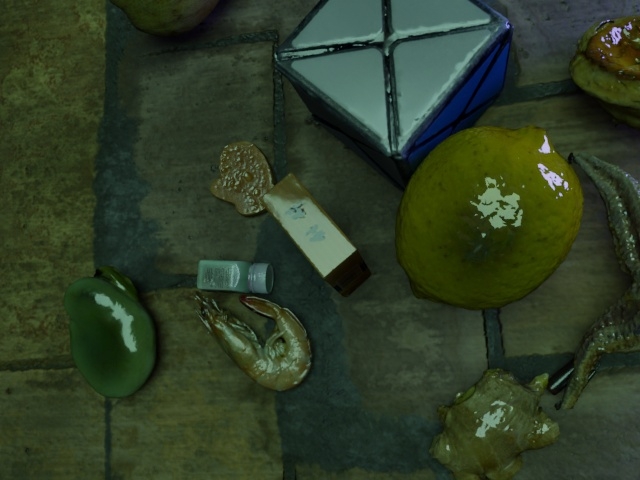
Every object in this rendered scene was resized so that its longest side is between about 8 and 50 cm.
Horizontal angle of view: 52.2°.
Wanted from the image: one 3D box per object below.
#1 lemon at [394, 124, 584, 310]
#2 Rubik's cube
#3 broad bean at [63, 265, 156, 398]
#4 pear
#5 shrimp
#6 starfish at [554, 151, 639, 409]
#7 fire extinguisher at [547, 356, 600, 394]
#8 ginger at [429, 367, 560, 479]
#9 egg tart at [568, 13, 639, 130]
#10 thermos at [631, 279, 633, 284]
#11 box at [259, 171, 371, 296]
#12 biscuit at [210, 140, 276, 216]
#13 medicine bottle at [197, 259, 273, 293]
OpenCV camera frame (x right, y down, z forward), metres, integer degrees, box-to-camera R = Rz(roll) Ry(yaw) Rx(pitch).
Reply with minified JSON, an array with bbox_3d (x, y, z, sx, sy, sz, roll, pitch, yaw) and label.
[{"bbox_3d":[0.239,-0.025,0.954,0.253,0.253,0.310,39,111,15],"label":"lemon"},{"bbox_3d":[0.121,-0.256,1.021,0.255,0.259,0.260,43,95,16],"label":"Rubik's cube"},{"bbox_3d":[-0.362,0.158,1.136,0.169,0.100,0.228,-3,92,19],"label":"broad bean"},{"bbox_3d":[-0.291,-0.485,1.173,0.211,0.188,0.228,-39,75,-5],"label":"pear"},{"bbox_3d":[-0.112,0.151,1.091,0.236,0.053,0.133,40,106,7],"label":"shrimp"},{"bbox_3d":[0.416,0.016,0.847,0.132,0.398,0.384,2,73,-2],"label":"starfish"},{"bbox_3d":[0.395,0.205,0.998,0.100,0.032,0.046,-43,64,8],"label":"fire extinguisher"},{"bbox_3d":[0.264,0.276,0.976,0.157,0.102,0.216,44,94,8],"label":"ginger"},{"bbox_3d":[0.521,-0.248,0.976,0.290,0.115,0.290,-6,41,5],"label":"egg tart"},{"bbox_3d":[0.572,-0.026,0.952,0.176,0.146,0.265,23,81,45],"label":"thermos"},{"bbox_3d":[0.001,0.000,1.009,0.070,0.237,0.152,-40,76,-2],"label":"box"},{"bbox_3d":[-0.140,-0.107,1.165,0.118,0.023,0.140,-19,78,8],"label":"biscuit"},{"bbox_3d":[-0.143,0.063,1.111,0.117,0.074,0.055,1,80,11],"label":"medicine bottle"}]
